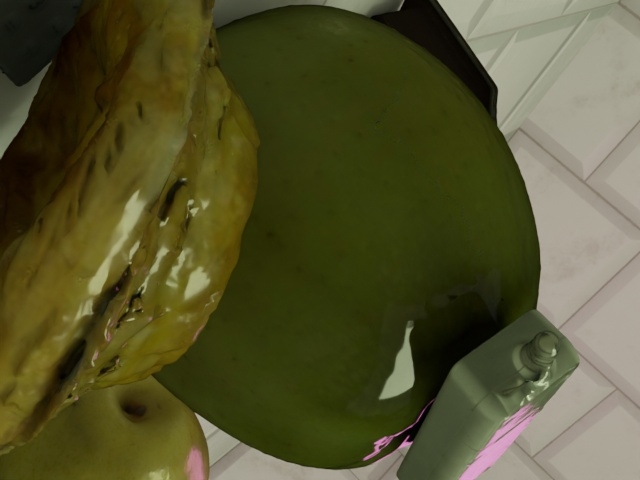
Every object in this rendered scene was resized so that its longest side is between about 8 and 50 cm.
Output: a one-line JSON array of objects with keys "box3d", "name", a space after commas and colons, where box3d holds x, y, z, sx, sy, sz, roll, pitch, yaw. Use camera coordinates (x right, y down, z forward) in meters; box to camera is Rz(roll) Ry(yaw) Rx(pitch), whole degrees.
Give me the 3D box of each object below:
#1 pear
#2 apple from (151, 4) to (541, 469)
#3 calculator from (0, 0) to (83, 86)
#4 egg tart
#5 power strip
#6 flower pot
[{"box3d": [-0.301, 0.320, 1.039, 0.309, 0.309, 0.309, -43, 166, -13], "name": "pear"}, {"box3d": [0.000, 0.000, 0.767, 0.473, 0.473, 0.474, -43, 166, -13], "name": "apple"}, {"box3d": [-0.143, -0.227, 0.505, 0.261, 0.021, 0.161, -44, 167, -9], "name": "calculator"}, {"box3d": [-0.131, -0.021, 0.459, 0.341, 0.129, 0.341, -43, -146, 39], "name": "egg tart"}, {"box3d": [0.139, 0.160, 0.658, 0.098, 0.058, 0.338, -29, 154, -21], "name": "power strip"}, {"box3d": [0.116, -0.197, 0.974, 0.084, 0.251, 0.179, -6, 146, -29], "name": "flower pot"}]
